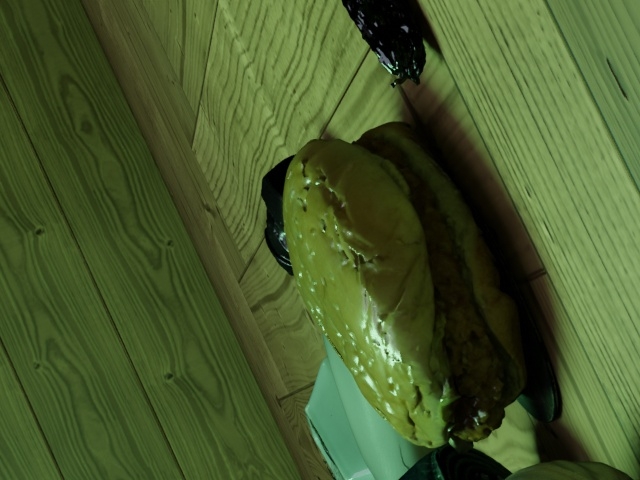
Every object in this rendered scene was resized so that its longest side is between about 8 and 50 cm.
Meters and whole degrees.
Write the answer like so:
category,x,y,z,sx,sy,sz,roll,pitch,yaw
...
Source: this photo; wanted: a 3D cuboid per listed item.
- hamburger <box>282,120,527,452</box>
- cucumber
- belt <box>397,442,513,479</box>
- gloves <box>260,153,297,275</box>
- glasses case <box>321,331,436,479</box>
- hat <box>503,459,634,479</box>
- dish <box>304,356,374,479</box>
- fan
category,x,y,z,sx,sy,sz,roll,pitch,yaw
hamburger,0.066,0.043,1.353,0.283,0.144,0.259,51,159,37
cucumber,0.036,-0.200,1.249,0.181,0.053,0.053,60,169,18
belt,0.165,0.303,1.382,0.267,0.116,0.206,49,-163,18
gloves,0.000,0.000,1.772,0.164,0.124,0.203,-96,-2,-56
glasses case,0.076,0.193,1.860,0.128,0.083,0.308,43,157,48
hat,0.217,0.273,1.164,0.275,0.161,0.232,43,-158,-42
dish,0.044,0.319,2.382,0.243,0.080,0.182,56,166,42
fan,0.133,0.036,1.407,0.294,0.012,0.223,48,160,58
